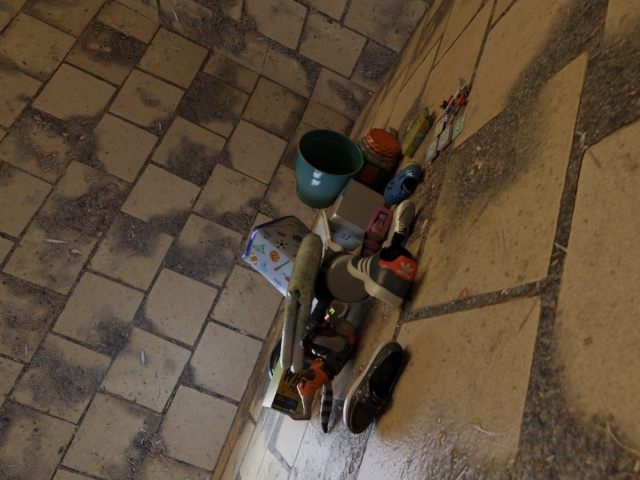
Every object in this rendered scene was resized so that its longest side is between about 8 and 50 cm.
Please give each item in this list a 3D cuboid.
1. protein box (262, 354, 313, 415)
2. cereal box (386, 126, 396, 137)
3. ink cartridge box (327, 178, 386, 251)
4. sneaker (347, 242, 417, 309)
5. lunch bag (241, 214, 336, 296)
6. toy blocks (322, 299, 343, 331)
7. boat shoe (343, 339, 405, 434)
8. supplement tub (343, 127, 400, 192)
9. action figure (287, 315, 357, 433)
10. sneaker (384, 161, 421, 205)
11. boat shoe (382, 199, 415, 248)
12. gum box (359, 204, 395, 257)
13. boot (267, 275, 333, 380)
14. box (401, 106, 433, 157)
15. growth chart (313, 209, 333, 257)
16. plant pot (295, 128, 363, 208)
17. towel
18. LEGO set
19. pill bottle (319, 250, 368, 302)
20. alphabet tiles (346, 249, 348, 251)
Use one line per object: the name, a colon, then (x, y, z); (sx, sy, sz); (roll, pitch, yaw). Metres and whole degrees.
protein box: (-0.106, 0.542, 1.577); (0.200, 0.135, 0.201); (130, 162, -65)
cereal box: (0.309, -0.428, 2.033); (0.240, 0.047, 0.173); (-78, 14, -54)
ink cartridge box: (0.124, -0.091, 1.667); (0.171, 0.168, 0.233); (-66, 7, -23)
sneaker: (0.180, 0.073, 1.189); (0.148, 0.131, 0.350); (-58, 14, 3)
lunch bag: (-0.110, 0.062, 1.921); (0.385, 0.327, 0.239); (-31, -23, -56)
toy blocks: (0.032, 0.318, 1.636); (0.123, 0.054, 0.148); (-75, 12, -45)
boat shoe: (0.124, 0.333, 0.938); (0.229, 0.080, 0.076); (-59, 6, -3)
supplement tub: (0.209, -0.321, 1.855); (0.316, 0.193, 0.194); (-57, 12, 42)
action figure: (0.021, 0.400, 1.314); (0.330, 0.178, 0.341); (-61, -21, -17)
sneaker: (0.275, -0.177, 1.451); (0.209, 0.069, 0.082); (124, 163, -51)
boat shoe: (0.241, -0.032, 1.275); (0.184, 0.066, 0.063); (-63, 19, 16)
gum box: (0.184, -0.020, 1.383); (0.188, 0.062, 0.107); (93, -158, -61)
boot: (-0.058, 0.362, 1.771); (0.445, 0.146, 0.367); (-58, 10, 39)
box: (0.372, -0.414, 1.607); (0.105, 0.043, 0.179); (-78, 12, -57)
growth chart: (0.000, 0.000, 1.650); (0.237, 0.021, 0.172); (115, 152, -53)
plant pot: (0.011, -0.281, 1.769); (0.255, 0.271, 0.272); (114, 175, -51)
towel: (-0.061, 0.206, 1.422); (0.321, 0.090, 0.375); (-81, -1, -59)
LEGO set: (0.396, -0.392, 1.343); (0.182, 0.060, 0.244); (-45, 21, 58)
pill bottle: (0.081, 0.120, 1.500); (0.278, 0.162, 0.162); (-159, 93, -82)
alphabet tiles: (0.166, -0.045, 1.984); (0.237, 0.009, 0.198); (-94, 29, -74)
